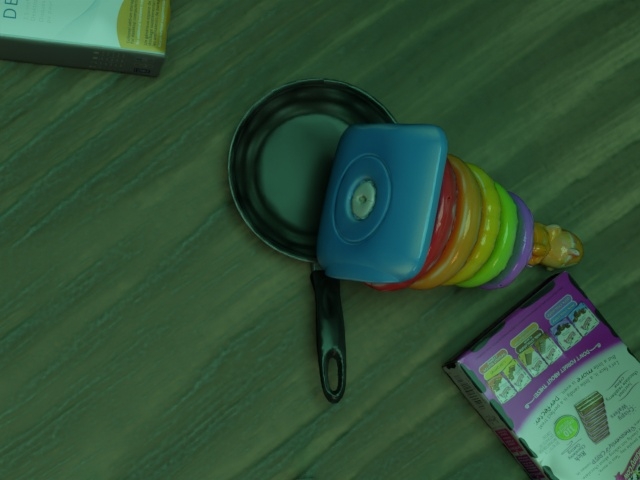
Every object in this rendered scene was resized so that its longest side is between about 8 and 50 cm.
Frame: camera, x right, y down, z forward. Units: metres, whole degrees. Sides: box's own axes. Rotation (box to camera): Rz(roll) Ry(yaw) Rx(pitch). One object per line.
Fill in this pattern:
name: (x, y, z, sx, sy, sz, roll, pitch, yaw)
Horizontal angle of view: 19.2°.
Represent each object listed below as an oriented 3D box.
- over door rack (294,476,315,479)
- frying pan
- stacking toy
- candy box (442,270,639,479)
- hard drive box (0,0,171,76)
over door rack: (-0.096, 0.383, 1.815, 0.239, 0.108, 0.324, -6, 39, -6)
frying pan: (0.025, -0.014, 1.990, 0.197, 0.053, 0.326, -24, 88, -13)
stacking toy: (0.157, -0.010, 1.953, 0.302, 0.175, 0.165, 14, 85, -36)
candy box: (0.264, 0.172, 1.993, 0.159, 0.071, 0.233, -38, 89, -13)
hard drive box: (-0.270, -0.277, 1.958, 0.232, 0.089, 0.181, 5, 80, -9)
